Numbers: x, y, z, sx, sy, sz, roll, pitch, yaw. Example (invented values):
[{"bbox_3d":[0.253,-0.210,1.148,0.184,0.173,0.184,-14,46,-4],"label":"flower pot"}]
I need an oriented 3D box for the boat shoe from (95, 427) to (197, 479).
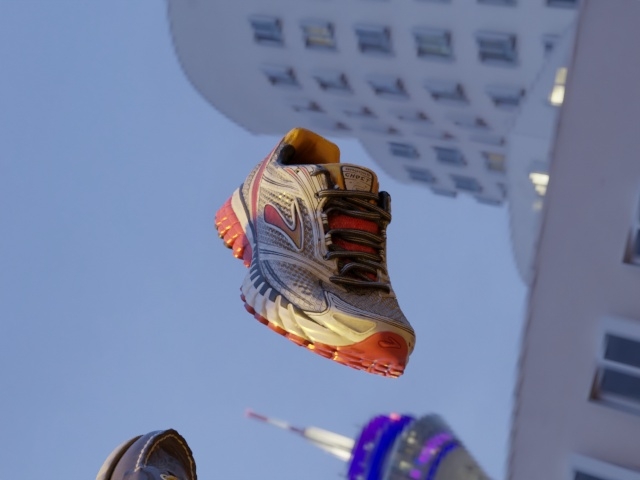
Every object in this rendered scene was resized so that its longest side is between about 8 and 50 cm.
[{"bbox_3d":[-0.102,0.193,0.815,0.081,0.069,0.227,47,-158,-22],"label":"boat shoe"}]

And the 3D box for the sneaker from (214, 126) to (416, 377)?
[{"bbox_3d":[0.000,0.000,0.760,0.088,0.225,0.092,23,-72,-31],"label":"sneaker"}]
